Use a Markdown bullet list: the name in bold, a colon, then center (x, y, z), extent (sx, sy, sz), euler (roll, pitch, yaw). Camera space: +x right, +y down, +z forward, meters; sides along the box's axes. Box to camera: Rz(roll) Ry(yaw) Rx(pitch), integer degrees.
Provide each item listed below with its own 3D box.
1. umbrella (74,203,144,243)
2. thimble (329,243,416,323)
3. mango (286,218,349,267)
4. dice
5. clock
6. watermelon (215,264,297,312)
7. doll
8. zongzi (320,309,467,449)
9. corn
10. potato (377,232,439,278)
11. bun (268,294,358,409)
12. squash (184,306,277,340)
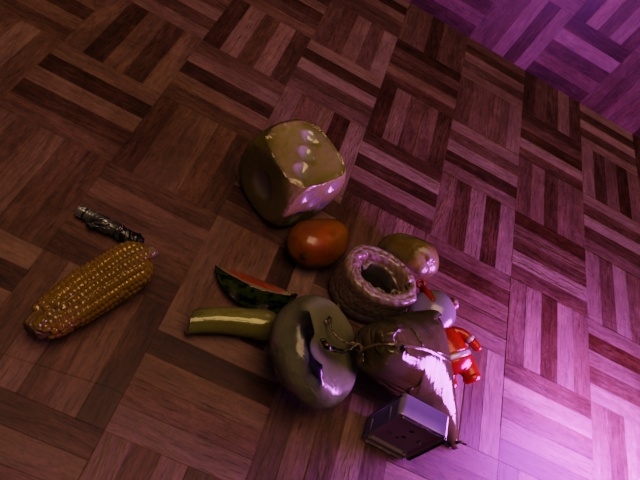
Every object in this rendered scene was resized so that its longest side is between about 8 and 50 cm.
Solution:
- **umbrella**: center (-0.544, -0.035, 1.497), extent (0.188, 0.046, 0.050), euler (31, 11, -5)
- **thimble**: center (0.149, 0.130, 1.682), extent (0.229, 0.148, 0.196), euler (17, 49, -17)
- **mango**: center (0.001, 0.005, 1.706), extent (0.221, 0.120, 0.151), euler (-9, 62, -40)
- **dice**: center (-0.086, -0.198, 1.729), extent (0.233, 0.227, 0.238), euler (-23, 72, -37)
- **clock**: center (0.209, 0.469, 1.450), extent (0.144, 0.193, 0.073), euler (30, 48, -8)
- **watermelon**: center (-0.173, 0.132, 1.570), extent (0.245, 0.063, 0.119), euler (19, 21, -14)
- **doll**: center (0.349, 0.270, 1.715), extent (0.199, 0.105, 0.336), euler (-17, 71, -10)
- **zongzi**: center (0.212, 0.363, 1.458), extent (0.447, 0.181, 0.418), euler (3, 69, -56)
- **corn**: center (-0.523, 0.110, 1.359), extent (0.130, 0.130, 0.347), euler (45, 50, 7)
- **potato**: center (0.268, 0.046, 1.785), extent (0.154, 0.200, 0.137), euler (-23, 115, -24)
- **bun**: center (-0.036, 0.280, 1.453), extent (0.283, 0.179, 0.283), euler (37, 42, -43)
- **squash**: center (-0.217, 0.210, 1.481), extent (0.250, 0.083, 0.083), euler (8, 56, -22)
